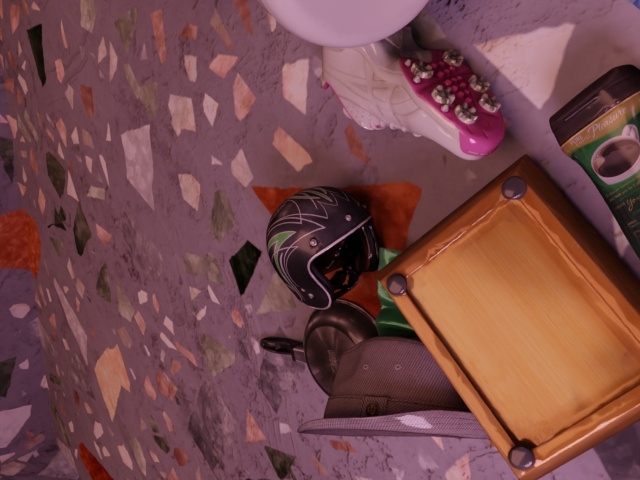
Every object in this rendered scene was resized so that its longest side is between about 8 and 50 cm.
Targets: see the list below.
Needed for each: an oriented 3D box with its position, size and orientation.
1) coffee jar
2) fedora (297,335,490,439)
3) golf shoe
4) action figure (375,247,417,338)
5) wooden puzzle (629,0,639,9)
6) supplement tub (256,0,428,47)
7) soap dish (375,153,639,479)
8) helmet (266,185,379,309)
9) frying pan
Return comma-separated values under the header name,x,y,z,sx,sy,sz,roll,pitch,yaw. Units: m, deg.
name,x,y,z,sx,sy,sz,roll,pitch,yaw
coffee jar,0.306,-0.071,0.525,0.096,0.079,0.185,-42,73,49
fedora,0.106,0.204,0.755,0.275,0.243,0.125,-17,62,41
golf shoe,0.102,-0.184,0.693,0.306,0.115,0.140,53,143,30
action figure,0.183,0.083,0.720,0.232,0.063,0.137,5,106,39
wooden puzzle,0.336,-0.242,0.486,0.079,0.014,0.116,59,136,15
supplement tub,-0.021,-0.373,0.606,0.316,0.228,0.229,55,138,42
soap dish,0.216,0.084,0.590,0.229,0.118,0.291,-40,71,18
helmet,0.000,0.000,0.810,0.169,0.169,0.162,12,128,44
frying pan,-0.008,0.177,0.966,0.326,0.053,0.198,22,118,36
